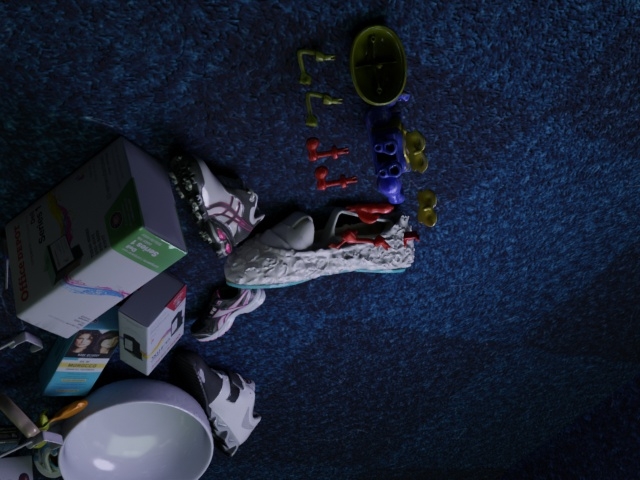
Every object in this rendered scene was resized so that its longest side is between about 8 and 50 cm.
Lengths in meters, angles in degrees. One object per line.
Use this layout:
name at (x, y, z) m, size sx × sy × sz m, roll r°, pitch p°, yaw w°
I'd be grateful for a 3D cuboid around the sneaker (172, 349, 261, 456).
sneaker at (-0.228, 0.339, 2.188) m, size 0.146 × 0.122 × 0.331 m, roll -41°, pitch 136°, yaw -23°

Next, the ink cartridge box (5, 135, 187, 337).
ink cartridge box at (-0.372, -0.002, 1.565) m, size 0.278 × 0.201 × 0.117 m, roll -34°, pitch 143°, yaw 18°

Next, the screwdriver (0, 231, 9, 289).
screwdriver at (-0.554, 0.037, 1.691) m, size 0.024 × 0.025 × 0.170 m, roll -6°, pitch 151°, yaw -22°

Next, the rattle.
rattle at (-0.598, 0.312, 1.938) m, size 0.143 × 0.199 × 0.130 m, roll -49°, pitch 154°, yaw -5°

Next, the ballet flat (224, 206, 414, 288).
ballet flat at (0.000, 0.000, 1.857) m, size 0.408 × 0.147 × 0.147 m, roll -5°, pitch 142°, yaw -26°

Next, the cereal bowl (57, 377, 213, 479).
cereal bowl at (-0.409, 0.425, 2.115) m, size 0.338 × 0.141 × 0.339 m, roll -8°, pitch 129°, yaw -9°

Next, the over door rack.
over door rack at (-0.676, 0.324, 1.817) m, size 0.324 × 0.240 × 0.108 m, roll -21°, pitch 151°, yaw 0°

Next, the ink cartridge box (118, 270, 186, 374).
ink cartridge box at (-0.327, 0.160, 1.867) m, size 0.127 × 0.072 × 0.175 m, roll -52°, pitch 164°, yaw -37°

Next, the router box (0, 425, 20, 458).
router box at (-0.737, 0.453, 2.128) m, size 0.122 × 0.038 × 0.092 m, roll 1°, pitch 139°, yaw -28°

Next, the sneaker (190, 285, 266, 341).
sneaker at (-0.203, 0.132, 1.966) m, size 0.178 × 0.072 × 0.077 m, roll -39°, pitch 130°, yaw 11°

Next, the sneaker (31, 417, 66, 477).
sneaker at (-0.614, 0.499, 2.208) m, size 0.087 × 0.092 × 0.229 m, roll -7°, pitch 144°, yaw -22°

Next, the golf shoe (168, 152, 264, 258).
golf shoe at (-0.180, -0.082, 1.670) m, size 0.120 × 0.105 × 0.273 m, roll -34°, pitch 152°, yaw -9°

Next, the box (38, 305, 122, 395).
box at (-0.482, 0.225, 1.936) m, size 0.100 × 0.060 × 0.244 m, roll 6°, pitch 137°, yaw -34°

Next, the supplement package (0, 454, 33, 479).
supplement package at (-0.792, 0.582, 2.142) m, size 0.261 × 0.145 × 0.204 m, roll 1°, pitch 155°, yaw -30°

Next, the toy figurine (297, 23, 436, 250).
toy figurine at (0.083, -0.179, 1.638) m, size 0.191 × 0.217 × 0.363 m, roll -11°, pitch 102°, yaw 9°
